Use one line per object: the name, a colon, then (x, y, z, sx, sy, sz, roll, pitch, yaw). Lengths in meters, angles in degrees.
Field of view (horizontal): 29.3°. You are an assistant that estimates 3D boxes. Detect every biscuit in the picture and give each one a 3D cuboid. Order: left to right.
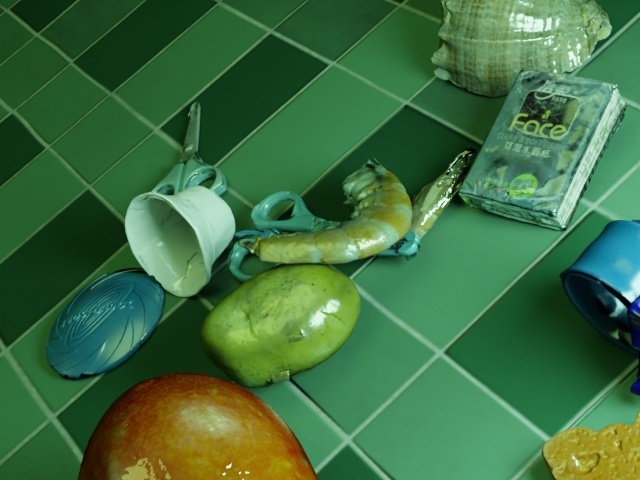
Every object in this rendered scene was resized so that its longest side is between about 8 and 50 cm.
biscuit: (0.360, 0.328, 1.405, 0.284, 0.043, 0.306, 4, 55, 37)

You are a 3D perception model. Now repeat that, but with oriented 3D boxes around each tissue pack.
tissue pack: (0.335, -0.139, 1.850, 0.173, 0.073, 0.235, 18, 72, 37)

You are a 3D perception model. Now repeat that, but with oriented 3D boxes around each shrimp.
shrimp: (0.039, -0.023, 1.863, 0.287, 0.068, 0.185, -36, 39, -29)
shrimp: (0.157, -0.080, 1.965, 0.219, 0.046, 0.152, -45, 43, 3)

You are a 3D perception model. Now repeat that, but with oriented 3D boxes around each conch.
conch: (0.305, -0.402, 2.085, 0.352, 0.210, 0.297, 26, 82, 50)

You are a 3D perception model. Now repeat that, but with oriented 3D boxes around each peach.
peach: (-0.142, 0.342, 1.529, 0.290, 0.373, 0.372, -33, 38, -4)

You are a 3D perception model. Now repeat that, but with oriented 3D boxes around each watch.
watch: (0.399, 0.070, 1.530, 0.171, 0.196, 0.200, -37, 45, -18)

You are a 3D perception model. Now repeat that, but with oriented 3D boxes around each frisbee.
frisbee: (-0.385, 0.135, 2.146, 0.242, 0.045, 0.242, -19, 42, 17)

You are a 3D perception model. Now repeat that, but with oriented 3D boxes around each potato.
potato: (-0.057, 0.125, 1.832, 0.228, 0.148, 0.197, -42, 26, -15)

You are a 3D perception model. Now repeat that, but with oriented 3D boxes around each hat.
hat: (-0.225, -0.017, 2.098, 0.203, 0.203, 0.126, 7, 34, 40)

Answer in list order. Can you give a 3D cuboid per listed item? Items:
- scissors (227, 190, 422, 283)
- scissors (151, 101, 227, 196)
scissors: (0.000, 0.000, 1.986, 0.393, 0.032, 0.180, 4, 64, 42)
scissors: (-0.257, -0.161, 2.369, 0.191, 0.029, 0.360, -21, 41, 20)
